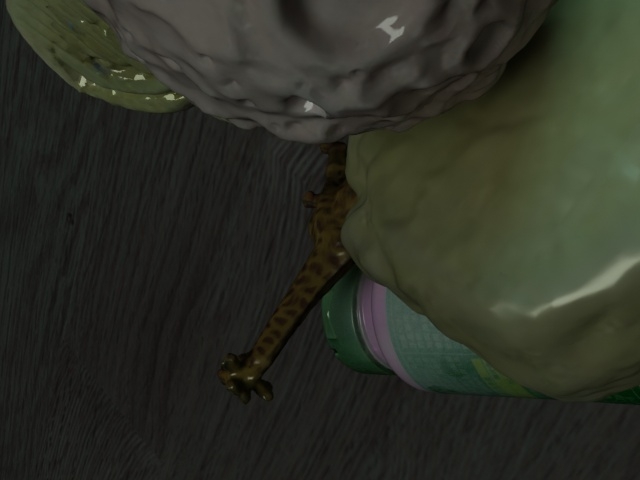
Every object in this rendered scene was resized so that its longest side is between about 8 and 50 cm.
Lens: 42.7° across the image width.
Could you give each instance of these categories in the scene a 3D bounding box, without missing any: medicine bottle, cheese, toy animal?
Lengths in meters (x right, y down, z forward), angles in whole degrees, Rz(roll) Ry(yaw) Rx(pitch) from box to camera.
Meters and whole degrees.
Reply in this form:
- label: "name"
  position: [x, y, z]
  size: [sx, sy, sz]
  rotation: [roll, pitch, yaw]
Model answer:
- label: "medicine bottle"
  position: [0.129, 0.045, 0.581]
  size: [0.274, 0.133, 0.133]
  rotation: [-6, 99, 44]
- label: "cheese"
  position: [0.150, -0.077, 0.448]
  size: [0.327, 0.115, 0.317]
  rotation: [-25, 48, 35]
- label: "toy animal"
  position: [0.007, -0.003, 0.615]
  size: [0.149, 0.275, 0.054]
  rotation: [-25, 123, 39]

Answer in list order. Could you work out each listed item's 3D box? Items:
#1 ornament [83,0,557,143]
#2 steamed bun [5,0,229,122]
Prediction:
- label: "ornament"
  position: [-0.002, -0.167, 0.382]
  size: [0.259, 0.259, 0.225]
  rotation: [51, 128, 20]
- label: "steamed bun"
  position: [-0.107, -0.244, 0.665]
  size: [0.268, 0.207, 0.280]
  rotation: [16, 148, 3]
